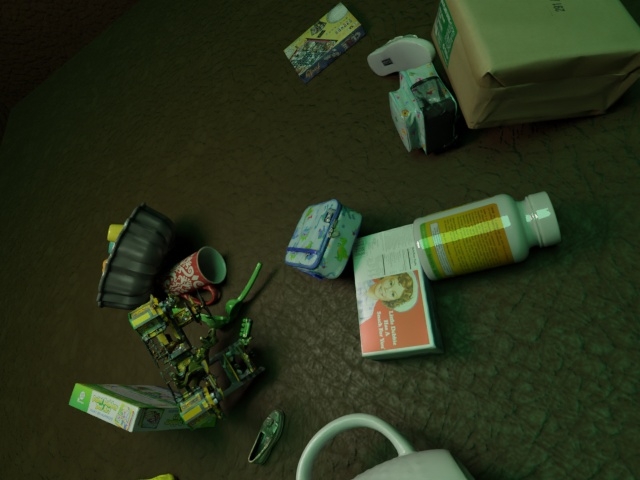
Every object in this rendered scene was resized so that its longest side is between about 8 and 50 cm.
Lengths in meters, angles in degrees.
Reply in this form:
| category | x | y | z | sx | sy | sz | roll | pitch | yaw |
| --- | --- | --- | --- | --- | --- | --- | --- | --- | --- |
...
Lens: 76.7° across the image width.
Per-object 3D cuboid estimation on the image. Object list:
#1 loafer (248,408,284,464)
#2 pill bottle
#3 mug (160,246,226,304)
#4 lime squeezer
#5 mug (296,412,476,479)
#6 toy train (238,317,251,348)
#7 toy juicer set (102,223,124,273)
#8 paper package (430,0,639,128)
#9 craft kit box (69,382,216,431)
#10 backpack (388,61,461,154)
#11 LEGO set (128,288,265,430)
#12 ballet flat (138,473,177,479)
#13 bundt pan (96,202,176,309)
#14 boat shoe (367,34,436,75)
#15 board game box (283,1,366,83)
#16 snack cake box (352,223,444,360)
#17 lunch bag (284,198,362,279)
| category | x | y | z | sx | sy | sz | roll | pitch | yaw |
| --- | --- | --- | --- | --- | --- | --- | --- | --- | --- |
| loafer | -0.123 | 0.447 | 0.920 | 0.045 | 0.039 | 0.125 | 17 | 79 | 36 |
| pill bottle | 0.320 | -0.011 | 0.793 | 0.246 | 0.136 | 0.136 | -17 | 62 | 24 |
| mug | -0.375 | 0.114 | 1.178 | 0.169 | 0.113 | 0.150 | -23 | 58 | 25 |
| lime squeezer | -0.263 | 0.175 | 1.109 | 0.310 | 0.059 | 0.109 | -28 | 65 | 17 |
| mug | 0.100 | 0.462 | 0.640 | 0.328 | 0.276 | 0.374 | -38 | 50 | 0 |
| toy train | -0.200 | 0.246 | 1.070 | 0.024 | 0.017 | 0.083 | 3 | 71 | 22 |
| toy juicer set | -0.676 | 0.056 | 1.383 | 0.329 | 0.090 | 0.209 | 175 | 104 | -66 |
| paper package | 0.417 | -0.411 | 0.827 | 0.310 | 0.168 | 0.324 | -7 | 63 | -1 |
| craft kit box | -0.426 | 0.405 | 0.994 | 0.250 | 0.247 | 0.060 | 1 | 69 | 32 |
| backpack | 0.240 | -0.315 | 0.957 | 0.145 | 0.166 | 0.188 | -13 | 60 | 15 |
| LEGO set | -0.260 | 0.241 | 0.927 | 0.192 | 0.255 | 0.331 | -31 | 71 | -14 |
| ballet flat | -0.464 | 0.643 | 1.017 | 0.231 | 0.077 | 0.077 | -30 | 57 | 17 |
| bundt pan | -0.527 | 0.061 | 1.207 | 0.331 | 0.124 | 0.330 | -160 | 90 | -78 |
| boat shoe | 0.224 | -0.491 | 1.059 | 0.088 | 0.096 | 0.267 | -44 | 23 | -5 |
| board game box | 0.008 | -0.643 | 1.317 | 0.243 | 0.042 | 0.165 | -34 | 56 | 14 |
| snack cake box | 0.161 | 0.112 | 0.866 | 0.152 | 0.089 | 0.264 | -15 | 63 | 24 |
| lunch bag | 0.000 | 0.000 | 0.956 | 0.219 | 0.090 | 0.176 | 5 | 72 | 68 |
